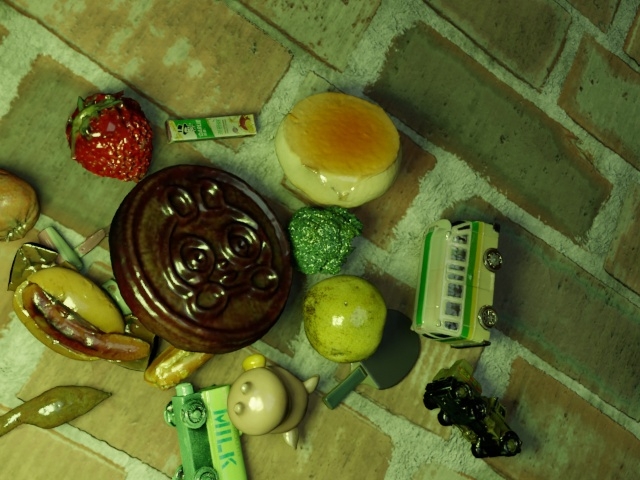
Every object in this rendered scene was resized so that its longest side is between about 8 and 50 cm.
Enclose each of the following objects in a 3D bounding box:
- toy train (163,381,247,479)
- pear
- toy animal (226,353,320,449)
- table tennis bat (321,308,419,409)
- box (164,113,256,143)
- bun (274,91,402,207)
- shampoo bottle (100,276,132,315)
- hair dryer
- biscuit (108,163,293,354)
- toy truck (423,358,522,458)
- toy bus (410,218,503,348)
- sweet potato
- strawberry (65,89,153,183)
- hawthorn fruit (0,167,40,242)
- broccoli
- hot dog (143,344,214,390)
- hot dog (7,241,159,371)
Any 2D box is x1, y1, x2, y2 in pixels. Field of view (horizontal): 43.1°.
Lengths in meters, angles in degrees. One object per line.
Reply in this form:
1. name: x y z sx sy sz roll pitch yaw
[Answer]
1. toy train: -0.228 0.411 1.672 0.157 0.105 0.253 -8 85 -40
2. pear: 0.048 0.172 1.793 0.197 0.197 0.197 5 78 -24
3. toy animal: -0.112 0.329 1.676 0.165 0.149 0.248 -63 150 1
4. table tennis bat: 0.119 0.287 1.896 0.301 0.022 0.173 -40 99 -27
5. box: -0.245 -0.249 1.814 0.207 0.041 0.050 -9 84 -27
6. bun: 0.038 -0.188 1.861 0.298 0.165 0.299 5 54 -7
7. shampoo bottle: -0.328 0.055 1.693 0.262 0.085 0.085 -38 97 -26
8. hair dryer: -0.487 0.003 1.657 0.154 0.054 0.106 -29 89 -37
9. biscuit: -0.226 0.027 1.644 0.407 0.091 0.408 17 58 -29
10. toy truck: 0.372 0.412 1.942 0.257 0.127 0.127 49 50 -10
11. toy bus: 0.324 0.096 1.961 0.179 0.143 0.306 15 74 -22
12. sweet potato: -0.533 0.328 1.553 0.269 0.074 0.075 -17 88 -23
13. strawberry: -0.419 -0.205 1.658 0.201 0.186 0.184 54 39 -38
14. hawthorn fruit: -0.624 -0.082 1.546 0.149 0.149 0.189 -40 103 -26
15. broccoli: 0.000 0.000 1.825 0.156 0.195 0.195 37 61 -54
16. hot dog: -0.248 0.213 1.685 0.269 0.115 0.072 -39 95 -24
17. hot dog: -0.458 0.146 1.552 0.326 0.107 0.194 24 110 -11
